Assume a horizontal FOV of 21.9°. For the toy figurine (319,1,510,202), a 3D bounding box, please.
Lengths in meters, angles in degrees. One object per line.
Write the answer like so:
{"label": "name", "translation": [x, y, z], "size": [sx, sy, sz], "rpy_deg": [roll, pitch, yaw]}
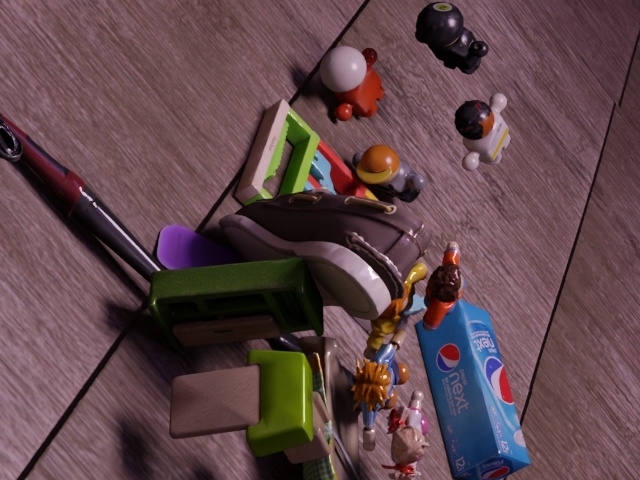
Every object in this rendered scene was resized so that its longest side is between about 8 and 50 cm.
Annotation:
{"label": "toy figurine", "translation": [0.121, -0.169, 2.064], "size": [0.148, 0.213, 0.209], "rpy_deg": [41, 30, -67]}

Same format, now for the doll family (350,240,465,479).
{"label": "doll family", "translation": [0.071, 0.120, 1.694], "size": [0.163, 0.118, 0.262], "rpy_deg": [53, 49, -82]}

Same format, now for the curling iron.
{"label": "curling iron", "translation": [-0.242, -0.036, 1.581], "size": [0.274, 0.035, 0.068], "rpy_deg": [44, 36, -22]}

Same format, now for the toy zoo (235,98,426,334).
{"label": "toy zoo", "translation": [0.024, -0.012, 1.962], "size": [0.293, 0.030, 0.192], "rpy_deg": [46, 32, -21]}

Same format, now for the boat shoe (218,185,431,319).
{"label": "boat shoe", "translation": [0.000, 0.000, 1.661], "size": [0.097, 0.324, 0.116], "rpy_deg": [-46, 112, -15]}

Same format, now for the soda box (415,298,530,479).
{"label": "soda box", "translation": [0.181, 0.181, 1.973], "size": [0.067, 0.071, 0.210], "rpy_deg": [23, 44, -45]}

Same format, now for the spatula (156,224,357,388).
{"label": "spatula", "translation": [-0.057, 0.080, 1.752], "size": [0.296, 0.030, 0.084], "rpy_deg": [42, 25, -26]}

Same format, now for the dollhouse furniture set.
{"label": "dollhouse furniture set", "translation": [-0.055, 0.180, 1.627], "size": [0.301, 0.151, 0.197], "rpy_deg": [67, 18, -55]}
